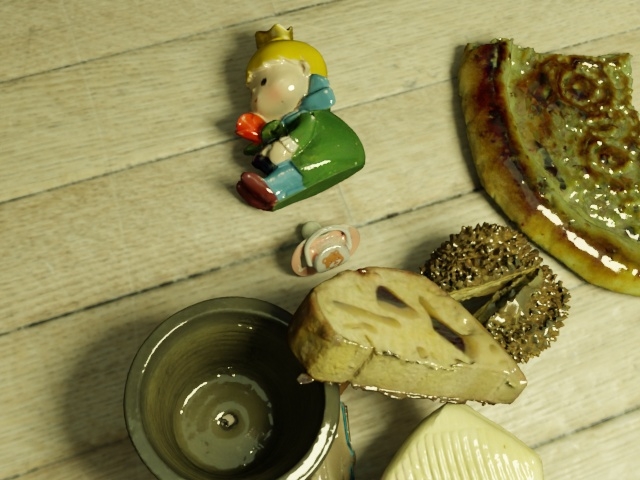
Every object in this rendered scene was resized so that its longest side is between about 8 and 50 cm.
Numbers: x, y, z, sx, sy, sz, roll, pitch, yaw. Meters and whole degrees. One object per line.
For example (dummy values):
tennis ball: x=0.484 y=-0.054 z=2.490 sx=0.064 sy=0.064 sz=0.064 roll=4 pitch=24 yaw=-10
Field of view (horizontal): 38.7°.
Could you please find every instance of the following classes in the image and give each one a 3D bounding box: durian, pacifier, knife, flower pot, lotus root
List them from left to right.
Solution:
flower pot: x=-0.102 y=0.197 z=1.049 sx=0.235 sy=0.148 sz=0.235 roll=3 pitch=68 yaw=-7
pacifier: x=0.000 y=0.000 z=1.179 sx=0.099 sy=0.081 sz=0.078 roll=-21 pitch=47 yaw=-14
knife: x=0.027 y=0.363 z=1.068 sx=0.089 sy=0.043 sz=0.365 roll=9 pitch=63 yaw=-40
lotus root: x=0.089 y=0.104 z=1.028 sx=0.261 sy=0.074 sz=0.170 roll=7 pitch=38 yaw=-23
durian: x=0.221 y=0.063 z=1.149 sx=0.196 sy=0.167 sz=0.196 roll=7 pitch=76 yaw=-31

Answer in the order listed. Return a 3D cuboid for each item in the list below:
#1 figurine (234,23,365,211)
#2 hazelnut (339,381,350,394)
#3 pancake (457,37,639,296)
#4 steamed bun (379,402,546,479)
figurine: x=-0.058 y=-0.167 z=1.207 sx=0.185 sy=0.127 sz=0.234 roll=-26 pitch=86 yaw=-7
hazelnut: x=0.003 y=0.153 z=1.118 sx=0.086 sy=0.086 sz=0.086 roll=2 pitch=70 yaw=-6
pancake: x=0.362 y=-0.114 z=1.264 sx=0.305 sy=0.067 sz=0.426 roll=-12 pitch=71 yaw=-13
steamed bun: x=0.146 y=0.315 z=1.044 sx=0.170 sy=0.152 sz=0.238 roll=29 pitch=80 yaw=13
